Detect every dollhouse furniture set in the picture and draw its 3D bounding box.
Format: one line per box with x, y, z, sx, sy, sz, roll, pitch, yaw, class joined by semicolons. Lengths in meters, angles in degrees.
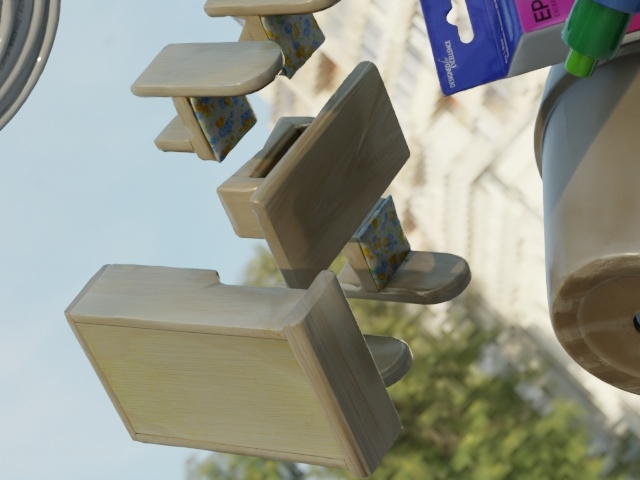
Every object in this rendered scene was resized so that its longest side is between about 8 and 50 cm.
0.000;0.000;1.691;0.394;0.256;0.362;-53;-47;-38;dollhouse furniture set

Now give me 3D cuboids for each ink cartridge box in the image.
0.264;-0.261;1.691;0.371;0.176;0.069;-18;-34;10;ink cartridge box

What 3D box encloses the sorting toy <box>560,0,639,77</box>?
0.251;-0.124;0.962;0.365;0.127;0.126;-5;-51;-38;sorting toy

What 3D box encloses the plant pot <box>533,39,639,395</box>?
0.331;-0.018;1.745;0.323;0.323;0.280;116;180;-49;plant pot

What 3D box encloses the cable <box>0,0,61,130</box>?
-0.287;-0.154;1.172;0.257;0.089;0.257;-35;-51;-22;cable
